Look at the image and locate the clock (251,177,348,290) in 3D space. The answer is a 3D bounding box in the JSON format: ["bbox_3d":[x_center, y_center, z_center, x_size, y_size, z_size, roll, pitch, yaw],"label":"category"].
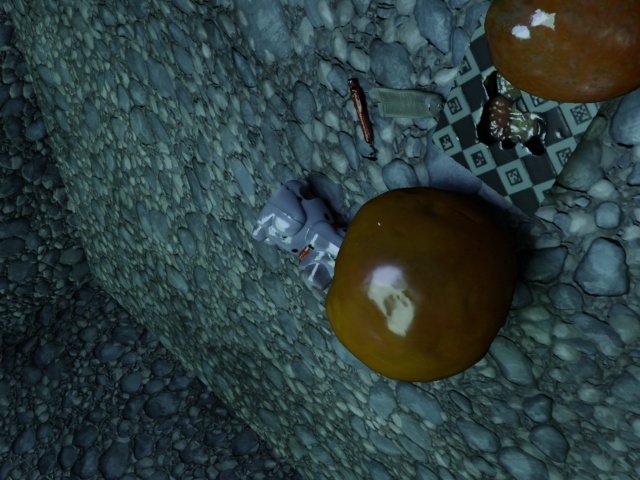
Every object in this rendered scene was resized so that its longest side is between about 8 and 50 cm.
[{"bbox_3d":[-0.004,0.001,1.371,0.254,0.189,0.188,38,143,13],"label":"clock"}]

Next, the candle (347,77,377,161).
[{"bbox_3d":[0.084,-0.230,1.178,0.026,0.021,0.167,9,124,49],"label":"candle"}]

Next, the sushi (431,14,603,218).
[{"bbox_3d":[0.296,-0.188,0.927,0.220,0.047,0.231,44,141,26],"label":"sushi"}]

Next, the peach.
[{"bbox_3d":[0.178,0.081,1.064,0.302,0.342,0.342,19,136,11],"label":"peach"}]

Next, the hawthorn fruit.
[{"bbox_3d":[0.327,-0.253,0.724,0.251,0.199,0.199,30,141,11],"label":"hawthorn fruit"}]

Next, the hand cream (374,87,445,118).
[{"bbox_3d":[0.155,-0.241,1.079,0.165,0.037,0.057,20,133,51],"label":"hand cream"}]
